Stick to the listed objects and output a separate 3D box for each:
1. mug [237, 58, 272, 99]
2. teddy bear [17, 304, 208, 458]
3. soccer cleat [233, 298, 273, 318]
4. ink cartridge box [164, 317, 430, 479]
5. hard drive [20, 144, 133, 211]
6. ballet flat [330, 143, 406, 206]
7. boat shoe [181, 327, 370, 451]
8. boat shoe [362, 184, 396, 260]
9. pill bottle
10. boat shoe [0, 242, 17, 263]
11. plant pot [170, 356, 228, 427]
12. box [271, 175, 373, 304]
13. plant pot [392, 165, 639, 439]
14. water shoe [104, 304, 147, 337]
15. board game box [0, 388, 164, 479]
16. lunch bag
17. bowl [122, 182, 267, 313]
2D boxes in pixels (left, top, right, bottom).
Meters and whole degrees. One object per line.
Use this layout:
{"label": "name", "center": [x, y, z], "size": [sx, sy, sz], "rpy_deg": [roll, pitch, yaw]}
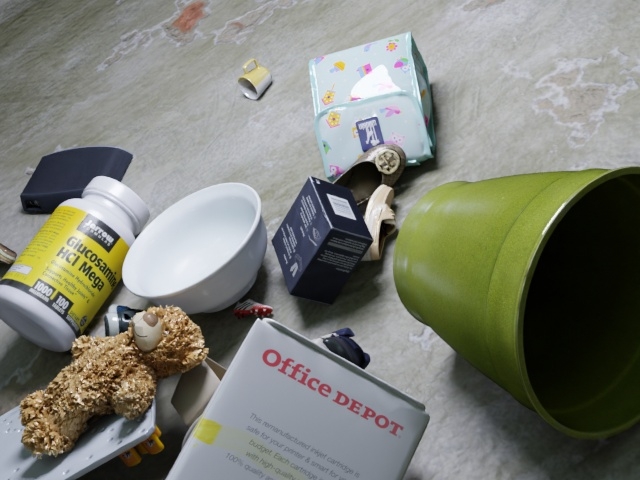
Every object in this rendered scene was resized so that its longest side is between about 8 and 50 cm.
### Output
{"label": "mug", "center": [-0.142, -0.365, 2.374], "size": [0.062, 0.078, 0.064], "rpy_deg": [39, 63, 14]}
{"label": "teddy bear", "center": [-0.354, 0.219, 1.722], "size": [0.338, 0.113, 0.245], "rpy_deg": [-27, 23, 10]}
{"label": "soccer cleat", "center": [-0.122, 0.122, 1.918], "size": [0.083, 0.029, 0.036], "rpy_deg": [-9, 50, 31]}
{"label": "ink cartridge box", "center": [-0.062, 0.344, 1.433], "size": [0.279, 0.160, 0.385], "rpy_deg": [30, 71, -1]}
{"label": "hard drive", "center": [-0.569, -0.146, 2.432], "size": [0.254, 0.054, 0.172], "rpy_deg": [-4, 48, 29]}
{"label": "ballet flat", "center": [0.052, -0.094, 1.963], "size": [0.249, 0.084, 0.058], "rpy_deg": [-33, 2, 11]}
{"label": "boat shoe", "center": [-0.062, 0.264, 1.689], "size": [0.340, 0.127, 0.158], "rpy_deg": [-35, -6, 20]}
{"label": "boat shoe", "center": [0.110, -0.028, 1.904], "size": [0.059, 0.063, 0.170], "rpy_deg": [8, 55, 22]}
{"label": "pill bottle", "center": [-0.488, 0.040, 2.100], "size": [0.187, 0.188, 0.334], "rpy_deg": [8, 56, 37]}
{"label": "boat shoe", "center": [-0.745, 0.034, 2.368], "size": [0.190, 0.068, 0.072], "rpy_deg": [17, 72, 52]}
{"label": "plant pot", "center": [-0.185, 0.267, 1.763], "size": [0.096, 0.109, 0.109], "rpy_deg": [-49, 42, 0]}
{"label": "box", "center": [0.000, 0.000, 1.860], "size": [0.158, 0.093, 0.156], "rpy_deg": [-57, 33, 27]}
{"label": "plant pot", "center": [0.296, 0.053, 1.521], "size": [0.366, 0.366, 0.353], "rpy_deg": [-47, 32, -17]}
{"label": "water shoe", "center": [-0.356, 0.160, 1.962], "size": [0.080, 0.073, 0.203], "rpy_deg": [-2, 4, -7]}
{"label": "board game box", "center": [-0.438, 0.339, 1.790], "size": [0.390, 0.050, 0.390], "rpy_deg": [-30, 20, 3]}
{"label": "lunch bag", "center": [0.104, -0.247, 2.045], "size": [0.223, 0.160, 0.262], "rpy_deg": [-12, 60, 16]}
{"label": "bowl", "center": [-0.209, 0.038, 1.959], "size": [0.297, 0.134, 0.298], "rpy_deg": [-23, 34, 17]}
